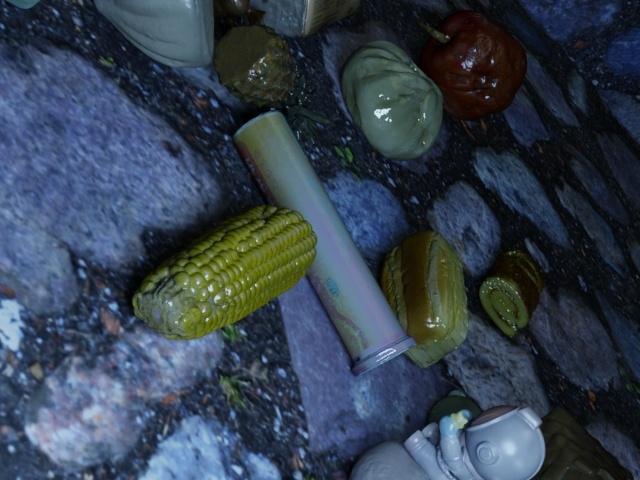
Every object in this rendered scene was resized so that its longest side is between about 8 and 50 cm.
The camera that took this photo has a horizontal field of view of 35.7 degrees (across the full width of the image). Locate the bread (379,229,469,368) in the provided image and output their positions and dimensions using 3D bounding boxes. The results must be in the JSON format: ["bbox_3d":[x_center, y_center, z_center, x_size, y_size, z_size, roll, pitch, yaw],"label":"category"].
[{"bbox_3d":[0.172,0.091,1.680,0.106,0.140,0.236,40,33,-35],"label":"bread"}]

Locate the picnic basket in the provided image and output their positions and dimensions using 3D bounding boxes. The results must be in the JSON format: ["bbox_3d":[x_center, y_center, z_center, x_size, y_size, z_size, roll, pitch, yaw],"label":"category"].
[{"bbox_3d":[0.397,0.463,1.540,0.291,0.254,0.321,43,18,-22],"label":"picnic basket"}]

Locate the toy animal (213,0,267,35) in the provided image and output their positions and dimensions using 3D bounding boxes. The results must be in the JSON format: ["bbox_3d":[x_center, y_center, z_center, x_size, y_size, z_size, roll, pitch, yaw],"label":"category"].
[{"bbox_3d":[-0.175,-0.442,1.696,0.188,0.089,0.179,50,-6,44],"label":"toy animal"}]

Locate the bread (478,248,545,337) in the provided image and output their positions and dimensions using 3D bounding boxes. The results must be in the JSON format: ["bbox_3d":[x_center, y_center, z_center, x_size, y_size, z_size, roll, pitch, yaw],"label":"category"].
[{"bbox_3d":[0.399,0.102,2.059,0.132,0.103,0.172,52,31,-3],"label":"bread"}]

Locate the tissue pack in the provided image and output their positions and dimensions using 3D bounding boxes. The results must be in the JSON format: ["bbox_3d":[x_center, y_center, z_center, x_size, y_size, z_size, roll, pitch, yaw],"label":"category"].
[{"bbox_3d":[-0.061,-0.523,1.885,0.238,0.238,0.305,54,30,-6],"label":"tissue pack"}]

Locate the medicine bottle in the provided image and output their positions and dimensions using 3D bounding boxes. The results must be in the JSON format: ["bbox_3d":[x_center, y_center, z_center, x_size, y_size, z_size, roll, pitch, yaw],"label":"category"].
[{"bbox_3d":[0.000,0.000,1.549,0.108,0.108,0.426,-11,70,-60],"label":"medicine bottle"}]

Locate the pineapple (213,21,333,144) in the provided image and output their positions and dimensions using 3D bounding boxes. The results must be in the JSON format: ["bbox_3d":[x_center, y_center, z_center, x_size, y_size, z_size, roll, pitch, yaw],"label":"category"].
[{"bbox_3d":[-0.073,-0.251,1.639,0.248,0.128,0.128,41,30,-54],"label":"pineapple"}]

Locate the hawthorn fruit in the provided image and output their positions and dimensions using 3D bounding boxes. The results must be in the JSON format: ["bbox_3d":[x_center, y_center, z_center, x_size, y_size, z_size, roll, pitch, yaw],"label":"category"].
[{"bbox_3d":[0.364,-0.418,2.374,0.262,0.258,0.258,45,24,-64],"label":"hawthorn fruit"}]

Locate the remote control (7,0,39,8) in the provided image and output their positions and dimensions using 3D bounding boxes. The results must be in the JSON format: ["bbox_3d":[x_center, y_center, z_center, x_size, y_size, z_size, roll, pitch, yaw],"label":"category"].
[{"bbox_3d":[-0.476,-0.407,1.256,0.296,0.056,0.140,26,43,-45],"label":"remote control"}]

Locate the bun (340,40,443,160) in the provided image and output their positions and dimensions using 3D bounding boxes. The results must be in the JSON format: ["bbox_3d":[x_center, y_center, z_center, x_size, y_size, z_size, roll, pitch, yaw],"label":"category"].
[{"bbox_3d":[0.154,-0.286,2.007,0.259,0.160,0.259,36,38,-35],"label":"bun"}]

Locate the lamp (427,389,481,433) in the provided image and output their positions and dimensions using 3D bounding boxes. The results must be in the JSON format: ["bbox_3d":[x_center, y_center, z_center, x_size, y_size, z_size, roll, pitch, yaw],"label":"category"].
[{"bbox_3d":[0.224,0.288,1.641,0.091,0.091,0.163,56,13,-4],"label":"lamp"}]

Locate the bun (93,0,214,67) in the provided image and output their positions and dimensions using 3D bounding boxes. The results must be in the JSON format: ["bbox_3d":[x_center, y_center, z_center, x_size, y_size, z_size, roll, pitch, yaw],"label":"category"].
[{"bbox_3d":[-0.252,-0.382,1.479,0.263,0.175,0.263,176,-90,-88],"label":"bun"}]

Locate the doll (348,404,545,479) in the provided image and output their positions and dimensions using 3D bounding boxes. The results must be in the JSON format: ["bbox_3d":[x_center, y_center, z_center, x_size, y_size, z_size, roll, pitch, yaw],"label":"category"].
[{"bbox_3d":[0.172,0.304,1.318,0.151,0.287,0.151,41,31,-31],"label":"doll"}]

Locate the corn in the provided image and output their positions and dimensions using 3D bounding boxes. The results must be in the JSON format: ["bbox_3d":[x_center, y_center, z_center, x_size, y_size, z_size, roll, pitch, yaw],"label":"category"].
[{"bbox_3d":[-0.112,0.038,1.306,0.130,0.130,0.347,57,32,-1],"label":"corn"}]
